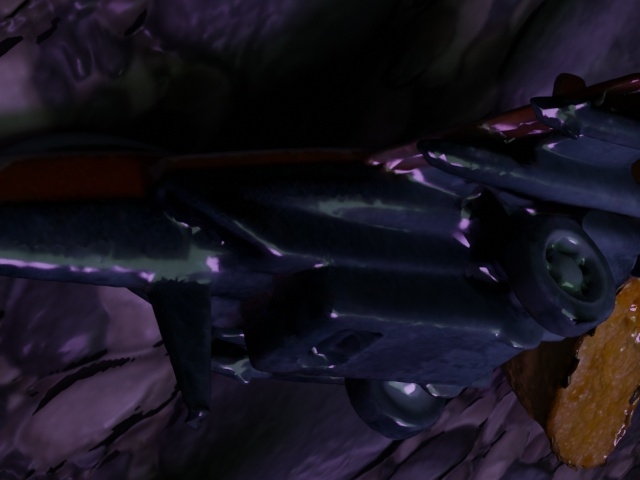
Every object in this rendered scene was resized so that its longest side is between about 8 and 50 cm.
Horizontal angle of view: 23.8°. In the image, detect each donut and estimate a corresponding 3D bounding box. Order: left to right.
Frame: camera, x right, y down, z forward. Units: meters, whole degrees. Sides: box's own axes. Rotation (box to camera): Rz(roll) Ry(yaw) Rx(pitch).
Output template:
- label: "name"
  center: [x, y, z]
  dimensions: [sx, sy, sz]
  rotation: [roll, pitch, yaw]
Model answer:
- label: "donut"
  center: [0.157, 0.018, 0.709]
  dimensions: [0.181, 0.078, 0.146]
  rotation: [-34, 143, -13]

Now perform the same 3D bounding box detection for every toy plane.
- label: "toy plane"
  center: [0.003, 0.007, 0.482]
  dimensions: [0.326, 0.104, 0.223]
  rotation: [-7, 157, -42]
